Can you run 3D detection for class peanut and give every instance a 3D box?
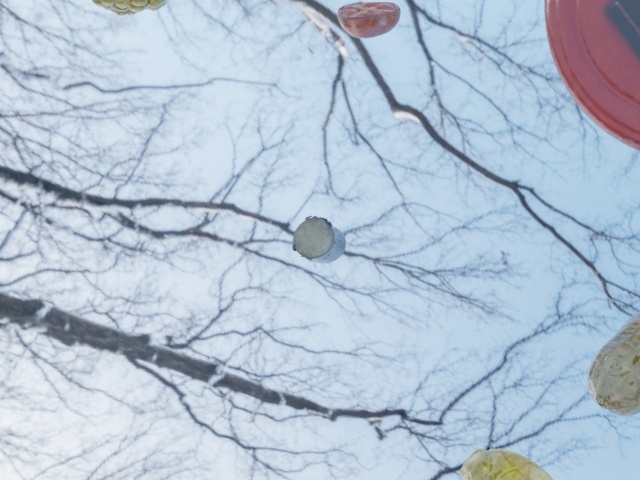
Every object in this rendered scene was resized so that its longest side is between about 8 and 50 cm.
[{"bbox_3d":[0.440,0.163,1.086,0.095,0.108,0.226,33,-134,27],"label":"peanut"}]

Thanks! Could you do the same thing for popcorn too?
[{"bbox_3d":[0.288,0.399,1.219,0.167,0.152,0.148,37,-67,4],"label":"popcorn"}]

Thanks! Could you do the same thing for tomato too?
[{"bbox_3d":[0.115,-0.525,1.889,0.155,0.069,0.155,-4,-149,2],"label":"tomato"}]

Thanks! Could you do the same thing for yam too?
[{"bbox_3d":[0.001,0.003,1.456,0.084,0.127,0.084,-2,-100,15],"label":"yam"}]

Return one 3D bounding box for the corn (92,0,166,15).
[{"bbox_3d":[-0.207,-0.378,0.796,0.144,0.387,0.144,4,-114,-8],"label":"corn"}]

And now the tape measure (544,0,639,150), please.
[{"bbox_3d":[0.286,-0.171,0.548,0.253,0.114,0.260,58,-40,15],"label":"tape measure"}]
